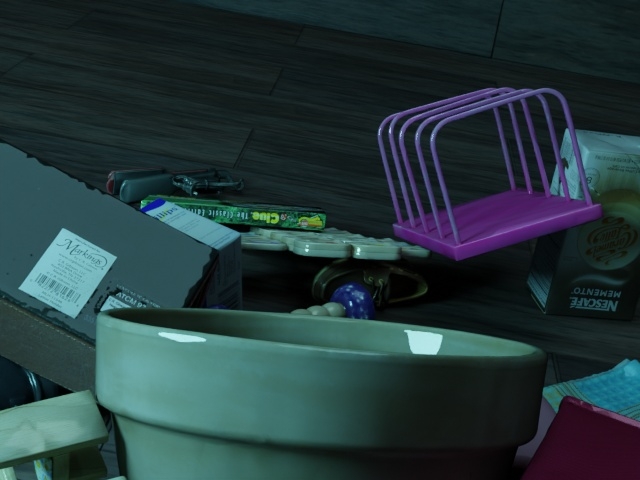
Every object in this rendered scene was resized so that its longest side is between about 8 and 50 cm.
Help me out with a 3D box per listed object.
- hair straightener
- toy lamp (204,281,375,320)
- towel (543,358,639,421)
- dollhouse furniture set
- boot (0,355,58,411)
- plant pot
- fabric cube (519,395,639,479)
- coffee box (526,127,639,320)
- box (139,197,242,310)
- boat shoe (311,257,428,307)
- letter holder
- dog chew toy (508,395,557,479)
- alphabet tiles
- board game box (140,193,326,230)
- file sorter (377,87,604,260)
[{"bbox_3d":[-0.210,-0.079,1.897,0.230,0.047,0.089,-2,24,-38],"label":"hair straightener"},{"bbox_3d":[-0.058,0.102,1.453,0.274,0.080,0.080,-8,28,-43],"label":"toy lamp"},{"bbox_3d":[0.330,0.231,1.350,0.370,0.040,0.271,-8,27,-38],"label":"towel"},{"bbox_3d":[-0.199,0.266,0.807,0.161,0.212,0.242,-12,47,-24],"label":"dollhouse furniture set"},{"bbox_3d":[-0.407,0.120,1.224,0.207,0.094,0.246,-5,32,-42],"label":"boot"},{"bbox_3d":[-0.008,0.200,0.888,0.323,0.281,0.323,4,1,0],"label":"plant pot"},{"bbox_3d":[0.220,0.302,0.824,0.254,0.259,0.258,18,22,16],"label":"fabric cube"},{"bbox_3d":[0.392,-0.021,1.721,0.141,0.247,0.098,5,23,-11],"label":"coffee box"},{"bbox_3d":[-0.168,0.035,1.493,0.137,0.126,0.072,23,38,30],"label":"box"},{"bbox_3d":[0.069,0.058,1.633,0.178,0.064,0.060,-4,23,-37],"label":"boat shoe"},{"bbox_3d":[-0.281,0.049,1.222,0.301,0.214,0.152,27,57,2],"label":"letter holder"},{"bbox_3d":[0.091,0.184,1.163,0.206,0.207,0.332,0,15,-23],"label":"dog chew toy"},{"bbox_3d":[0.000,0.000,1.691,0.277,0.021,0.284,3,4,-18],"label":"alphabet tiles"},{"bbox_3d":[-0.124,-0.041,1.776,0.259,0.030,0.136,4,8,-3],"label":"board game box"},{"bbox_3d":[0.211,-0.102,1.655,0.202,0.182,0.290,-16,10,-10],"label":"file sorter"}]
